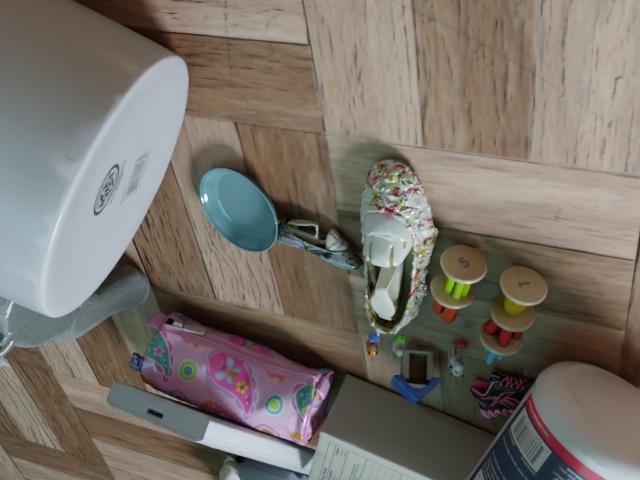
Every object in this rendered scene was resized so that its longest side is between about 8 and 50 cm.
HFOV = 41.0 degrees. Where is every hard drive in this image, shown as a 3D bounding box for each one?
[{"bbox_3d":[-0.145,0.288,1.289,0.203,0.040,0.307,11,165,38],"label":"hard drive"}]

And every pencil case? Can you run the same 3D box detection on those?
[{"bbox_3d":[-0.124,0.196,1.247,0.284,0.124,0.124,20,140,14],"label":"pencil case"}]

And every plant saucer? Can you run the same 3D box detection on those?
[{"bbox_3d":[-0.095,-0.040,1.037,0.119,0.021,0.119,24,136,25],"label":"plant saucer"}]

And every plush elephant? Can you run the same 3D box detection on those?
[{"bbox_3d":[-0.437,0.033,1.168,0.255,0.330,0.271,30,152,29],"label":"plush elephant"}]

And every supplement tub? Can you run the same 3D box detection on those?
[{"bbox_3d":[0.275,0.294,0.988,0.191,0.191,0.272,28,116,2],"label":"supplement tub"}]

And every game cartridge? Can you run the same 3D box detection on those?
[{"bbox_3d":[-0.006,0.490,1.501,0.297,0.062,0.198,46,150,-18],"label":"game cartridge"}]

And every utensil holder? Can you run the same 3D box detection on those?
[{"bbox_3d":[-0.377,-0.134,0.887,0.386,0.327,0.327,26,141,2],"label":"utensil holder"}]

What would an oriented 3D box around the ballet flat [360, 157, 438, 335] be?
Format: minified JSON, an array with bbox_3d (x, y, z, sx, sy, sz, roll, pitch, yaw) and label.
[{"bbox_3d":[0.083,0.021,0.966,0.091,0.077,0.241,13,137,22],"label":"ballet flat"}]

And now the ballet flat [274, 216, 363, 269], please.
[{"bbox_3d":[0.000,0.000,1.027,0.114,0.041,0.041,21,140,9],"label":"ballet flat"}]

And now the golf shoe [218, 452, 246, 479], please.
[{"bbox_3d":[-0.170,0.466,1.588,0.069,0.086,0.176,17,141,12],"label":"golf shoe"}]

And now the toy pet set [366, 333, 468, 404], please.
[{"bbox_3d":[0.115,0.165,1.073,0.122,0.065,0.114,4,160,-1],"label":"toy pet set"}]

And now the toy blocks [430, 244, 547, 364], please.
[{"bbox_3d":[0.182,0.083,0.991,0.123,0.054,0.148,20,140,10],"label":"toy blocks"}]

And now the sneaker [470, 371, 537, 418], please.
[{"bbox_3d":[0.240,0.189,1.083,0.119,0.047,0.057,-24,105,43],"label":"sneaker"}]

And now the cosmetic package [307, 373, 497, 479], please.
[{"bbox_3d":[0.150,0.329,1.228,0.310,0.113,0.160,23,140,9],"label":"cosmetic package"}]
